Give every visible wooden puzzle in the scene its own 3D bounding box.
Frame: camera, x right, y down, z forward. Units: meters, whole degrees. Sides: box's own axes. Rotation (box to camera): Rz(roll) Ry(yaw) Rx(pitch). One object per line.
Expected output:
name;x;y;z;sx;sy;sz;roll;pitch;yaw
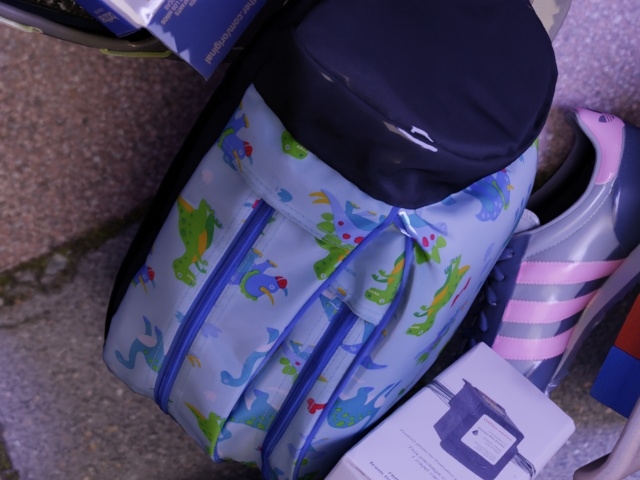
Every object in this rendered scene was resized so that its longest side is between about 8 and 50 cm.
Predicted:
wooden puzzle;0.336;0.027;1.164;0.322;0.080;0.347;-5;127;-57

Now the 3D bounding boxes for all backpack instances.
backpack;0.000;0.000;0.954;0.273;0.290;0.355;48;122;-4

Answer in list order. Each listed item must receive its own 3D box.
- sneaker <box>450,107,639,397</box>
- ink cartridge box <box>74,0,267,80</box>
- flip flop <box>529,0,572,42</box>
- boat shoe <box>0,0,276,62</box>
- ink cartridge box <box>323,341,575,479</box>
sneaker;0.158;0.035;1.159;0.131;0.112;0.319;36;93;-16
ink cartridge box;-0.140;-0.256;0.844;0.311;0.065;0.185;38;77;-17
flip flop;0.111;-0.089;1.081;0.112;0.080;0.277;21;106;-29
boat shoe;-0.110;-0.168;0.948;0.305;0.091;0.109;7;112;-24
ink cartridge box;0.060;0.192;1.007;0.172;0.100;0.237;-54;166;28
